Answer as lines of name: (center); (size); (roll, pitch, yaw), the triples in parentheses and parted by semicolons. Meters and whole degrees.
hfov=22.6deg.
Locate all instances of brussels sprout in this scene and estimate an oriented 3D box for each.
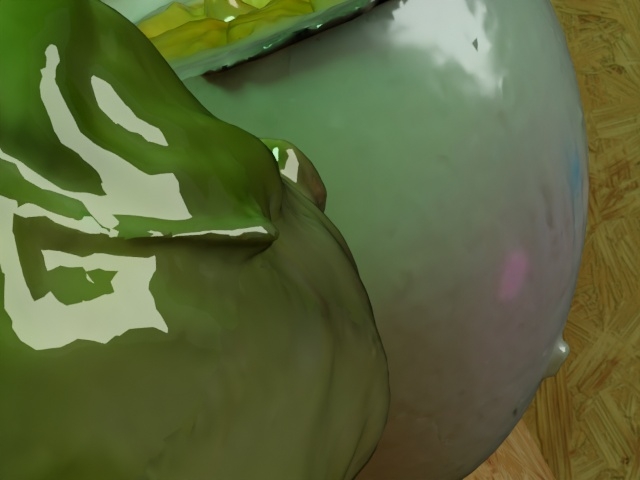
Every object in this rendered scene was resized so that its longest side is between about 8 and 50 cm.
brussels sprout: (-0.118, 0.059, 0.456); (0.242, 0.274, 0.316); (37, 1, 15)

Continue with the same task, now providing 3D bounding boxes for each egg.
egg: (0.000, 0.000, 0.967); (0.354, 0.354, 0.340); (-92, 162, -69)
